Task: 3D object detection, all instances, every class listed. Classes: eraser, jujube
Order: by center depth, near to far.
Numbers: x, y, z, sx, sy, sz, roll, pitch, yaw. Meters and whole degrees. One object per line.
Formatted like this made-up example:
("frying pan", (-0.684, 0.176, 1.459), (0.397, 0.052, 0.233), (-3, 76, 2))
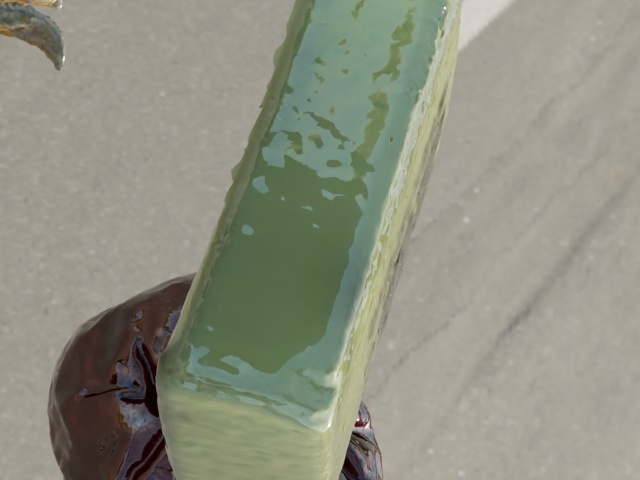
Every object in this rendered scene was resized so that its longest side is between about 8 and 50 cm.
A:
("eraser", (0.000, 0.000, 0.483), (0.117, 0.058, 0.172), (94, 12, -61))
("jujube", (-0.071, 0.139, 0.989), (0.213, 0.213, 0.232), (-21, 85, -50))

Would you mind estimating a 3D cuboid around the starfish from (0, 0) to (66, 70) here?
("starfish", (-0.136, -0.055, 0.305), (0.130, 0.133, 0.041), (-20, 129, -54))
